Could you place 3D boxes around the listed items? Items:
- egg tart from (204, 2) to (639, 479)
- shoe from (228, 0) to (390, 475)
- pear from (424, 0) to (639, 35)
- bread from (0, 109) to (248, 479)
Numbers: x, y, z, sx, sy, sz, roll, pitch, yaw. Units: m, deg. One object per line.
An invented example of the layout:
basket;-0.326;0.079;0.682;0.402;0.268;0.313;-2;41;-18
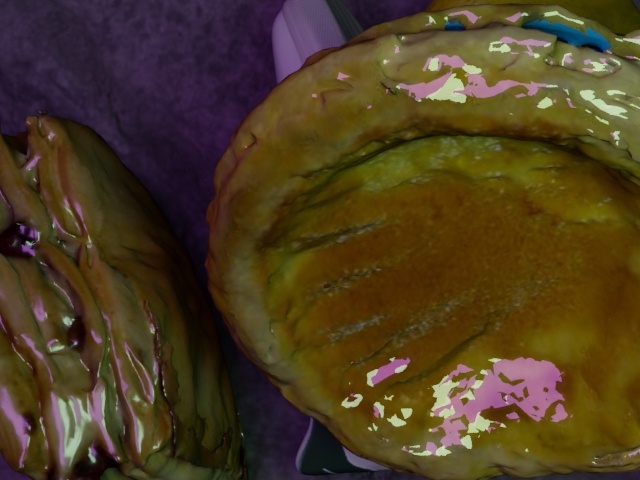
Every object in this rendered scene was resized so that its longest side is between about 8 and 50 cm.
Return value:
egg tart;0.118;-0.004;1.261;0.388;0.388;0.169;-12;37;16
shoe;0.000;0.000;1.458;0.160;0.132;0.363;-19;84;13
pear;0.148;-0.104;1.395;0.198;0.198;0.198;-3;81;18
bread;-0.172;0.046;1.436;0.167;0.277;0.324;-37;69;5
